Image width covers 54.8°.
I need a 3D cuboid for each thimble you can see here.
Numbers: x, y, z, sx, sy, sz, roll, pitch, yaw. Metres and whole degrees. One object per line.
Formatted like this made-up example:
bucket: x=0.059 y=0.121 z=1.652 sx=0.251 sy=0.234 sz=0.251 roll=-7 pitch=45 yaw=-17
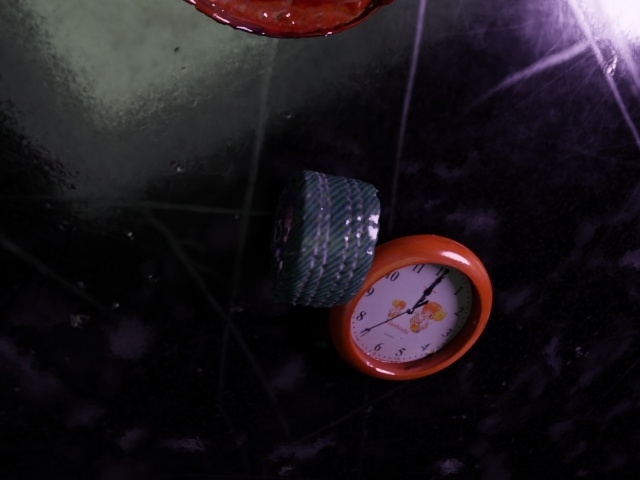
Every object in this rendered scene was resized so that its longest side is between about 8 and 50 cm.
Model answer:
thimble: x=0.000 y=-0.003 z=0.633 sx=0.090 sy=0.119 sz=0.135 roll=8 pitch=134 yaw=-14

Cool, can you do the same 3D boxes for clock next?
clock: x=0.109 y=0.085 z=0.752 sx=0.205 sy=0.051 sz=0.205 roll=-6 pitch=121 yaw=-10

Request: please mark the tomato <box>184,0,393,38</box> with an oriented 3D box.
tomato: x=-0.028 y=-0.269 z=0.478 sx=0.227 sy=0.101 sz=0.228 roll=-11 pitch=130 yaw=-13
